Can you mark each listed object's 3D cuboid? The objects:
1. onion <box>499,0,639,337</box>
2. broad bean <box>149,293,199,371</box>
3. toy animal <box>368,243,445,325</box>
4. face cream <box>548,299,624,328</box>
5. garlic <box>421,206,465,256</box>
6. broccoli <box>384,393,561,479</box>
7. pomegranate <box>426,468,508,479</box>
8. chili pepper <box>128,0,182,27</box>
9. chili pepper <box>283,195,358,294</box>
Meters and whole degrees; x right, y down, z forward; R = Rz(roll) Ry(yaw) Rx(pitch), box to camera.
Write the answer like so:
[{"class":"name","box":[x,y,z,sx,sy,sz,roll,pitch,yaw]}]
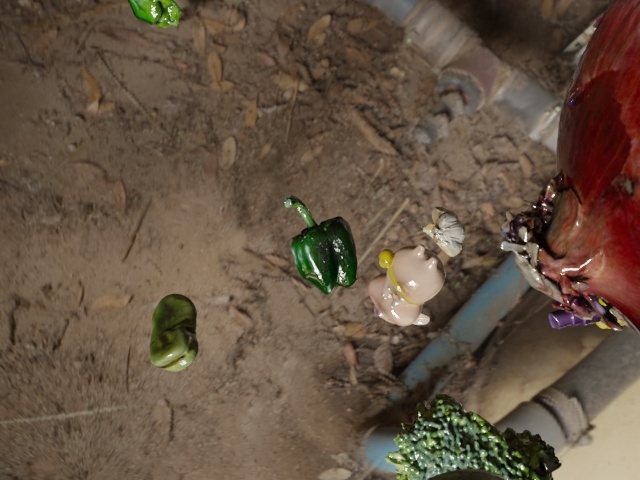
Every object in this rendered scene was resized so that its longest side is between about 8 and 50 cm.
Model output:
[{"class":"onion","box":[0.276,-0.020,0.599,0.286,0.347,0.347,-21,80,3]},{"class":"broad bean","box":[-0.343,0.217,1.856,0.153,0.206,0.072,-38,126,8]},{"class":"toy animal","box":[0.204,0.102,1.907,0.149,0.248,0.165,-19,64,-30]},{"class":"face cream","box":[0.519,0.101,1.354,0.274,0.078,0.078,-15,78,-6]},{"class":"garlic","box":[0.263,-0.021,1.671,0.074,0.094,0.113,-26,75,-2]},{"class":"broccoli","box":[0.285,0.457,1.533,0.339,0.317,0.277,28,95,6]},{"class":"pomegranate","box":[0.139,0.298,0.821,0.169,0.143,0.122,10,46,-30]},{"class":"chili pepper","box":[-0.120,-0.180,0.531,0.034,0.030,0.091,-16,79,-15]},{"class":"chili pepper","box":[0.000,0.000,2.000,0.165,0.174,0.261,-17,97,11]}]
